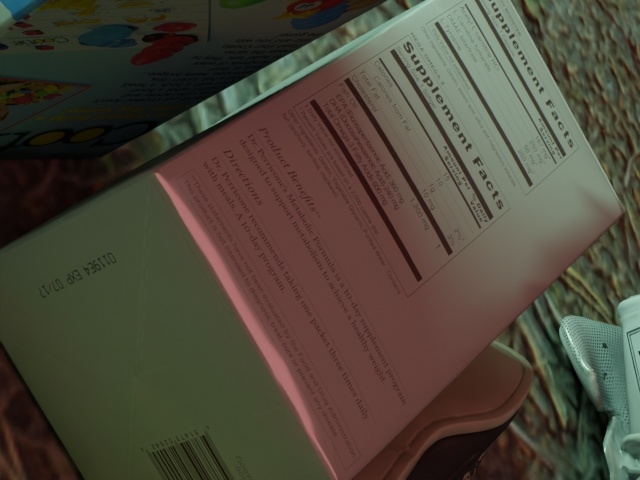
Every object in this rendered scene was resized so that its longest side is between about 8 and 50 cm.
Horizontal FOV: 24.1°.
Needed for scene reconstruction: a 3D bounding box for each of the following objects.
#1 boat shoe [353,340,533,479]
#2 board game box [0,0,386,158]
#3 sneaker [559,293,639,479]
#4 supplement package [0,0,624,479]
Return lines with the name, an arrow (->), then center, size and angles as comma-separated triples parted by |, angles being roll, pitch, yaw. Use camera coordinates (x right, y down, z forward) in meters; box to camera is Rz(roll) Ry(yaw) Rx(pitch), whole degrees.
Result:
boat shoe -> 0.034, 0.102, 0.712 | 0.206, 0.075, 0.065 | -30, 140, -52
board game box -> -0.069, -0.135, 0.529 | 0.144, 0.275, 0.142 | -5, 78, -45
sneaker -> 0.178, 0.138, 0.775 | 0.365, 0.137, 0.210 | -18, 87, -51
supplement package -> 0.000, 0.000, 0.644 | 0.244, 0.139, 0.134 | -37, 100, -45
